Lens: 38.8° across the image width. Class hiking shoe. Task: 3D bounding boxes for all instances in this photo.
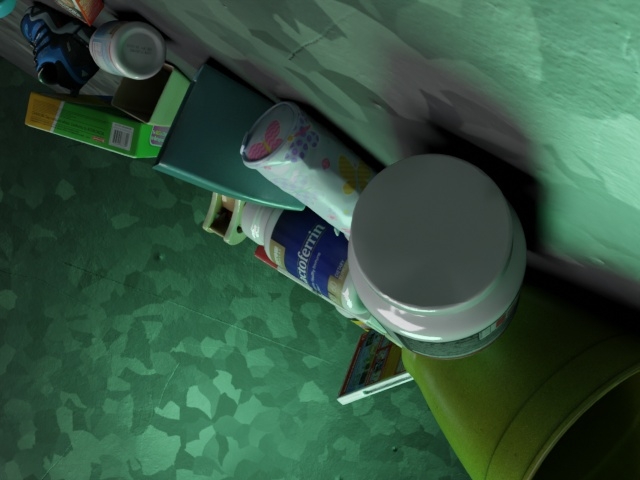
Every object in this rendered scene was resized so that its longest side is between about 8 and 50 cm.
[{"bbox_3d":[-0.531,-0.376,1.786,0.304,0.132,0.113,26,171,47],"label":"hiking shoe"}]

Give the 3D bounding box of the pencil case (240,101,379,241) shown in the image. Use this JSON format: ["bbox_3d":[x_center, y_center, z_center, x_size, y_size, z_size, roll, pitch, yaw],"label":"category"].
[{"bbox_3d":[0.011,-0.089,1.342,0.124,0.113,0.273,-6,145,47],"label":"pencil case"}]

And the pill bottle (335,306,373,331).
[{"bbox_3d":[0.209,0.172,2.202,0.334,0.188,0.188,36,174,-26],"label":"pill bottle"}]

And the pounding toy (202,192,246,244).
[{"bbox_3d":[-0.217,-0.099,2.033,0.155,0.154,0.269,29,149,23],"label":"pounding toy"}]

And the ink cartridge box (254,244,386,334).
[{"bbox_3d":[0.049,0.019,1.670,0.273,0.197,0.114,30,176,29],"label":"ink cartridge box"}]

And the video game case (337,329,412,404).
[{"bbox_3d":[0.169,0.240,1.983,0.285,0.204,0.025,-28,116,38],"label":"video game case"}]

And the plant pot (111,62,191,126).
[{"bbox_3d":[-0.287,-0.261,1.623,0.109,0.109,0.096,29,-174,34],"label":"plant pot"}]

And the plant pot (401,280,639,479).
[{"bbox_3d":[0.320,0.224,1.409,0.366,0.366,0.353,38,-176,-47],"label":"plant pot"}]

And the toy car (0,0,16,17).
[{"bbox_3d":[-0.633,-0.454,1.426,0.238,0.210,0.219,44,166,7],"label":"toy car"}]

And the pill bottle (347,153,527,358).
[{"bbox_3d":[0.146,0.029,1.121,0.210,0.210,0.363,31,175,15],"label":"pill bottle"}]

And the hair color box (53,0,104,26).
[{"bbox_3d":[-0.373,-0.375,1.355,0.072,0.043,0.141,34,174,-1],"label":"hair color box"}]

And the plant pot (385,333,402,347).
[{"bbox_3d":[0.230,0.140,1.771,0.284,0.191,0.284,32,174,4],"label":"plant pot"}]

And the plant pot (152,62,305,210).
[{"bbox_3d":[-0.119,-0.143,1.426,0.234,0.165,0.165,24,177,-14],"label":"plant pot"}]

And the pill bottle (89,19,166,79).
[{"bbox_3d":[-0.308,-0.301,1.422,0.087,0.087,0.160,36,174,-32],"label":"pill bottle"}]

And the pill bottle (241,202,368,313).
[{"bbox_3d":[0.000,0.000,1.545,0.265,0.153,0.153,31,175,29],"label":"pill bottle"}]

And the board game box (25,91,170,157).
[{"bbox_3d":[-0.373,-0.226,1.766,0.242,0.064,0.316,18,-168,16],"label":"board game box"}]
